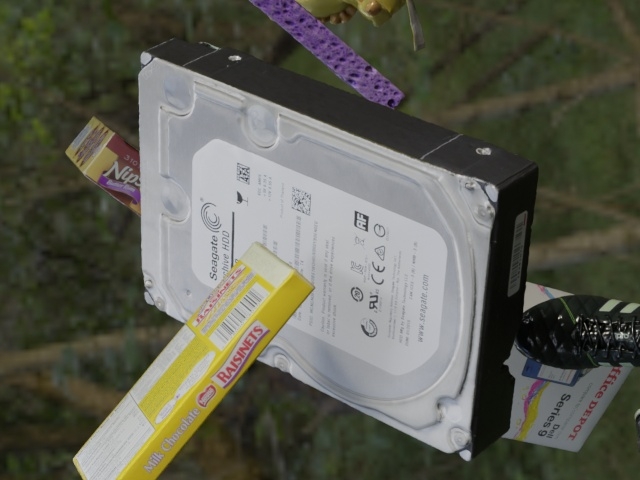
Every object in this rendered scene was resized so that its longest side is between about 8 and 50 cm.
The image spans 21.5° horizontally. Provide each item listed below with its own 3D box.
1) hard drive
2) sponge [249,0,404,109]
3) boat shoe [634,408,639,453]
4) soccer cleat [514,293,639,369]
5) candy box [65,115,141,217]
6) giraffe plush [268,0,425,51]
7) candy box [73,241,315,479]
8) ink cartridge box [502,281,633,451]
[{"bbox_3d":[0.000,0.000,1.291,0.339,0.064,0.237,25,126,32],"label":"hard drive"},{"bbox_3d":[-0.013,-0.208,1.674,0.031,0.210,0.117,-50,33,5],"label":"sponge"},{"bbox_3d":[0.345,0.201,1.708,0.133,0.049,0.042,64,-156,-60],"label":"boat shoe"},{"bbox_3d":[0.242,0.074,1.328,0.072,0.179,0.060,162,111,-81],"label":"soccer cleat"},{"bbox_3d":[-0.178,-0.060,1.598,0.053,0.109,0.187,-53,16,-3],"label":"candy box"},{"bbox_3d":[0.029,-0.311,1.893,0.181,0.170,0.210,-5,-87,-54],"label":"giraffe plush"},{"bbox_3d":[-0.090,0.094,1.163,0.206,0.027,0.105,-50,18,-2],"label":"candy box"},{"bbox_3d":[0.219,0.131,1.833,0.154,0.212,0.093,-61,33,25],"label":"ink cartridge box"}]
